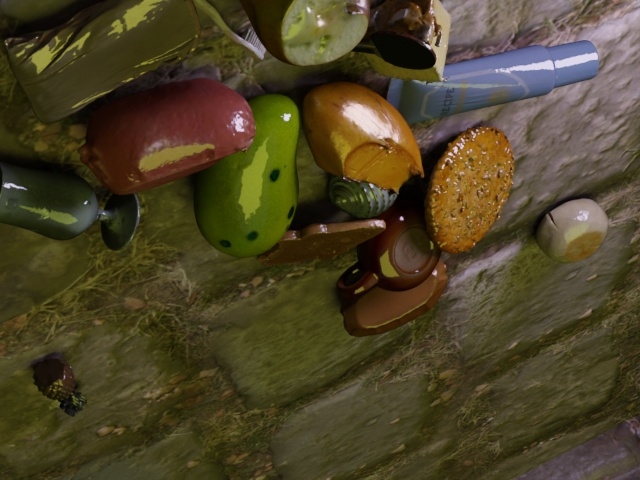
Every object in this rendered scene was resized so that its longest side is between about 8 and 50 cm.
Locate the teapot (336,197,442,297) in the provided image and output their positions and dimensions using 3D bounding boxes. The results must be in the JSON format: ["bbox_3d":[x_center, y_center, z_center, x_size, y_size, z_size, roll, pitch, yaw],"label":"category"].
[{"bbox_3d":[0.123,0.017,2.116,0.252,0.135,0.178,-41,117,-15],"label":"teapot"}]

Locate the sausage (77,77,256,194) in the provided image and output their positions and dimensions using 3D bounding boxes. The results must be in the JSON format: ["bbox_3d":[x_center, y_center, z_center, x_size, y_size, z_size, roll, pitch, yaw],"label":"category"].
[{"bbox_3d":[-0.224,-0.152,1.627,0.254,0.148,0.148,-23,147,-20],"label":"sausage"}]

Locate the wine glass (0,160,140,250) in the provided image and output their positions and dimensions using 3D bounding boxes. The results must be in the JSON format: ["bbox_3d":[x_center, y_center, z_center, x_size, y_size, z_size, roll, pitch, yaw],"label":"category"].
[{"bbox_3d":[-0.389,-0.053,1.668,0.231,0.103,0.103,15,127,-43],"label":"wine glass"}]

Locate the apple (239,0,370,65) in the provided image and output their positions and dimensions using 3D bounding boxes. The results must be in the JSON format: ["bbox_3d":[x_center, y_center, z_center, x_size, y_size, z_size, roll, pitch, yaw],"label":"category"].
[{"bbox_3d":[-0.019,-0.332,1.516,0.173,0.160,0.195,-23,148,-3],"label":"apple"}]

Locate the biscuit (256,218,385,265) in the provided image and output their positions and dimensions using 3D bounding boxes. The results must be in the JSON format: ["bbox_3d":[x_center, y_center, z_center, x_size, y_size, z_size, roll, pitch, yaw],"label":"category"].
[{"bbox_3d":[0.000,0.000,2.029,0.250,0.035,0.162,-14,164,20],"label":"biscuit"}]

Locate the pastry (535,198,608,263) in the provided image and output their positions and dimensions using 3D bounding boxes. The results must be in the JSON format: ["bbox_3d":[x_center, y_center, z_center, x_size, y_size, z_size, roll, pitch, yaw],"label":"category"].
[{"bbox_3d":[0.538,-0.019,2.421,0.156,0.092,0.156,-16,138,-15],"label":"pastry"}]

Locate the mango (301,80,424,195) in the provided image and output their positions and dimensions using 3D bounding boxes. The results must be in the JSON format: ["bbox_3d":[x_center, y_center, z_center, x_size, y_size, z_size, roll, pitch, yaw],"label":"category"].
[{"bbox_3d":[0.057,-0.166,1.811,0.252,0.126,0.154,34,83,-40],"label":"mango"}]

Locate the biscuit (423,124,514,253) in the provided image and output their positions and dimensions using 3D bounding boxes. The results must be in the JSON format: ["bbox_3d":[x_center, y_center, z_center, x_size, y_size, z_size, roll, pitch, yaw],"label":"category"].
[{"bbox_3d":[0.279,-0.091,2.083,0.254,0.035,0.254,-27,129,-38],"label":"biscuit"}]

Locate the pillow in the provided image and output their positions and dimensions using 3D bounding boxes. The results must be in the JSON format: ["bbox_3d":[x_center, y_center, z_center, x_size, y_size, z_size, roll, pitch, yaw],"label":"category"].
[{"bbox_3d":[-0.286,-0.257,1.493,0.270,0.067,0.173,-25,152,2],"label":"pillow"}]

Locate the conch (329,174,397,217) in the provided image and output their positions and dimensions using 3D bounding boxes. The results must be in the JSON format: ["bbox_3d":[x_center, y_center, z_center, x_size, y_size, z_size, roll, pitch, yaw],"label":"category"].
[{"bbox_3d":[0.081,-0.088,1.981,0.153,0.102,0.135,-6,156,-31],"label":"conch"}]

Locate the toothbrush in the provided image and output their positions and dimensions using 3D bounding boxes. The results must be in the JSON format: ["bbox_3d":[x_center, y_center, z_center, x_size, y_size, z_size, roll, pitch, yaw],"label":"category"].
[{"bbox_3d":[-0.162,-0.326,1.542,0.307,0.025,0.030,33,79,-52],"label":"toothbrush"}]

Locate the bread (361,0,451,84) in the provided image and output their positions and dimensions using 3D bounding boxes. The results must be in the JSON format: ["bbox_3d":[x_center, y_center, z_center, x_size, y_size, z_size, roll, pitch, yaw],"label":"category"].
[{"bbox_3d":[0.126,-0.319,1.736,0.152,0.127,0.147,-2,156,21],"label":"bread"}]

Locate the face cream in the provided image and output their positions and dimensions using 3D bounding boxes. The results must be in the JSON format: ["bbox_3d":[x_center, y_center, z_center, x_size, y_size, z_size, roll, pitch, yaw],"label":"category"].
[{"bbox_3d":[0.286,-0.268,1.907,0.385,0.086,0.135,-14,150,-14],"label":"face cream"}]

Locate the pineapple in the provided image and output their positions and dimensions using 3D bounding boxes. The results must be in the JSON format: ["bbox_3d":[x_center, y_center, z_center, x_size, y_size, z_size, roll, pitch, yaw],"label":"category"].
[{"bbox_3d":[-0.471,0.273,2.075,0.074,0.074,0.159,-24,150,-7],"label":"pineapple"}]

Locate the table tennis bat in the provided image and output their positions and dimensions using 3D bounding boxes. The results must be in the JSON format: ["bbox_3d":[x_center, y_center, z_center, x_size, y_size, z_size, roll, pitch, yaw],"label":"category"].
[{"bbox_3d":[0.099,-0.285,1.687,0.095,0.158,0.014,44,63,-56],"label":"table tennis bat"}]

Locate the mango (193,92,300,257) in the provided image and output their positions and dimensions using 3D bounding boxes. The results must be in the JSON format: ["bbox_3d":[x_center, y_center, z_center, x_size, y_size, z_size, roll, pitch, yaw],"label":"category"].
[{"bbox_3d":[-0.110,-0.099,1.788,0.175,0.143,0.293,-8,132,-31],"label":"mango"}]

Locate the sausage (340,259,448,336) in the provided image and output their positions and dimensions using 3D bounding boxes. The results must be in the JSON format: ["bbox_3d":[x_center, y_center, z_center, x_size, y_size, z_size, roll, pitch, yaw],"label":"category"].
[{"bbox_3d":[0.149,0.111,2.274,0.241,0.120,0.136,-29,180,3],"label":"sausage"}]
